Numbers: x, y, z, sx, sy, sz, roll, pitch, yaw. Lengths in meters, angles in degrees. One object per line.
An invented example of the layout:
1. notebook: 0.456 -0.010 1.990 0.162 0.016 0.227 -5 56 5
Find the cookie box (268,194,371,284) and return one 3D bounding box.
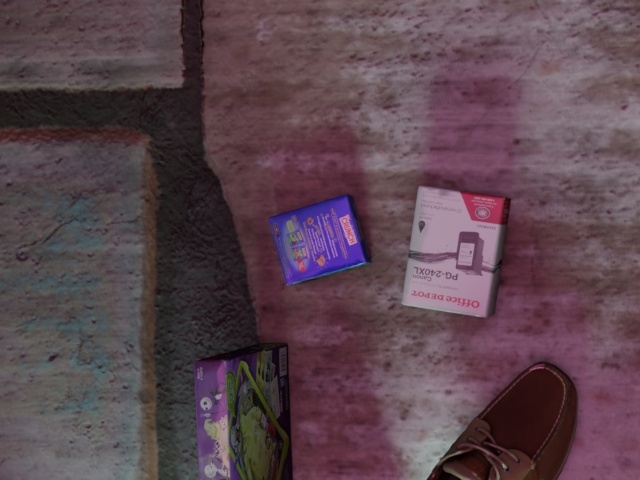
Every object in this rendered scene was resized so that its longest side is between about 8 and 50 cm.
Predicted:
1. cookie box: 0.000 0.000 1.674 0.107 0.040 0.092 -16 87 14

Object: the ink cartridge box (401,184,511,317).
1. ink cartridge box: 0.166 0.014 1.622 0.109 0.063 0.150 8 93 13

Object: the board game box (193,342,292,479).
1. board game box: -0.087 0.306 1.618 0.056 0.208 0.347 -2 90 15

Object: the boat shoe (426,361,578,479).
1. boat shoe: 0.195 0.280 1.561 0.123 0.116 0.324 30 79 25
